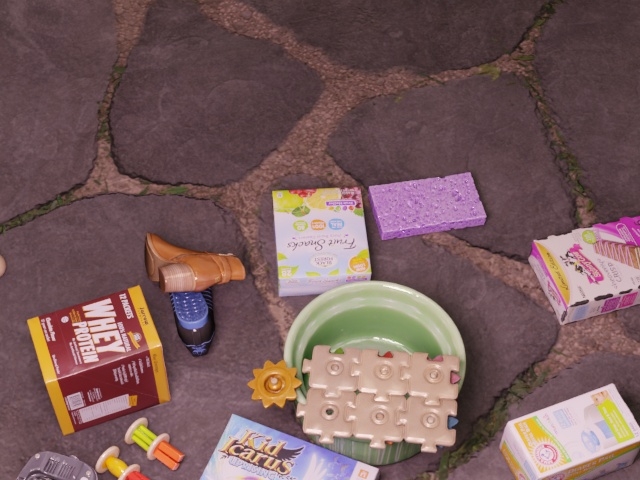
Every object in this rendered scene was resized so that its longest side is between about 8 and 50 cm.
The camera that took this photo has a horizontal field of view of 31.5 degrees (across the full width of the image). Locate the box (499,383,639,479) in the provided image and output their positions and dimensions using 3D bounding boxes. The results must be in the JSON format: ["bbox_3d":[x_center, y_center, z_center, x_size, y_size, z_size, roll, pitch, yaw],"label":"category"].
[{"bbox_3d":[0.416,0.338,1.892,0.203,0.103,0.114,-17,55,-13],"label":"box"}]

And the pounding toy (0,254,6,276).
[{"bbox_3d":[-0.719,0.012,2.110,0.237,0.110,0.183,37,62,24],"label":"pounding toy"}]

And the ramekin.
[{"bbox_3d":[0.089,0.233,1.936,0.303,0.148,0.303,0,54,-1],"label":"ramekin"}]

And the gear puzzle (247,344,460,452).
[{"bbox_3d":[0.051,0.253,1.807,0.339,0.044,0.175,4,55,5],"label":"gear puzzle"}]

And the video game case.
[{"bbox_3d":[-0.072,0.436,1.841,0.269,0.061,0.244,18,55,12],"label":"video game case"}]

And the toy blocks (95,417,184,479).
[{"bbox_3d":[-0.278,0.379,1.883,0.148,0.054,0.123,34,61,21],"label":"toy blocks"}]

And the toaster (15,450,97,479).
[{"bbox_3d":[-0.427,0.454,1.769,0.129,0.146,0.227,14,54,10],"label":"toaster"}]

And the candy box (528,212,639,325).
[{"bbox_3d":[0.528,0.051,2.123,0.233,0.071,0.159,-15,56,-11],"label":"candy box"}]

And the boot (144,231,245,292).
[{"bbox_3d":[-0.232,0.038,2.052,0.152,0.073,0.197,-7,31,-23],"label":"boot"}]

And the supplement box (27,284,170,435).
[{"bbox_3d":[-0.371,0.204,1.924,0.194,0.191,0.129,-17,56,-14],"label":"supplement box"}]

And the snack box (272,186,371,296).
[{"bbox_3d":[0.000,0.000,2.154,0.174,0.070,0.207,-4,56,-4],"label":"snack box"}]

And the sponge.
[{"bbox_3d":[0.208,-0.068,2.230,0.210,0.031,0.117,-8,54,-7],"label":"sponge"}]

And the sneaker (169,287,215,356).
[{"bbox_3d":[-0.236,0.115,2.068,0.081,0.090,0.232,-6,33,-4],"label":"sneaker"}]
